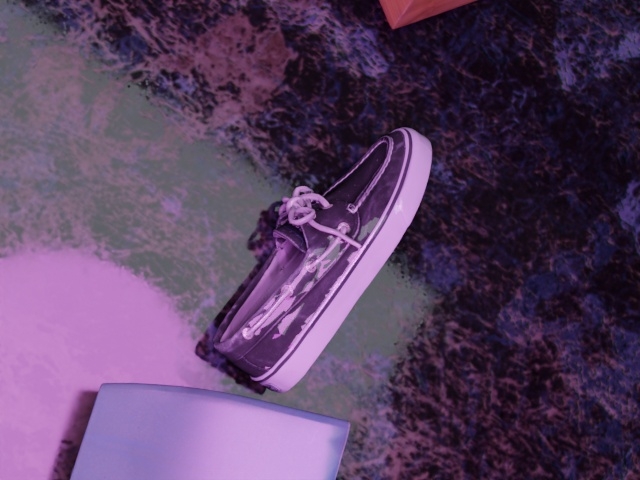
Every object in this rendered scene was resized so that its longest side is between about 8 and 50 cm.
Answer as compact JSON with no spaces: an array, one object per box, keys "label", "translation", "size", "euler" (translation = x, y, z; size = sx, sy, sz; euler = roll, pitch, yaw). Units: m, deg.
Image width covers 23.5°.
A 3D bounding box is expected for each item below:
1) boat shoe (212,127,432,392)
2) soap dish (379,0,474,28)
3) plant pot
[{"label":"boat shoe","translation":[-0.002,0.000,1.556],"size":[0.105,0.113,0.306],"euler":[37,84,-23]},{"label":"soap dish","translation":[0.130,-0.399,1.639],"size":[0.229,0.118,0.290],"euler":[-21,90,-17]},{"label":"plant pot","translation":[-0.114,0.222,1.476],"size":[0.234,0.165,0.165],"euler":[18,79,-4]}]
